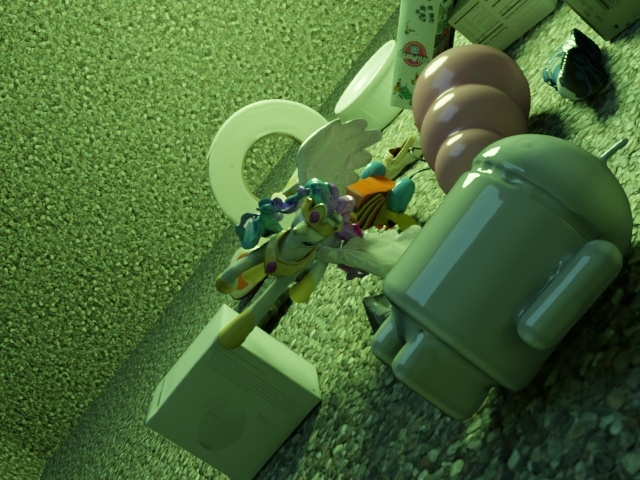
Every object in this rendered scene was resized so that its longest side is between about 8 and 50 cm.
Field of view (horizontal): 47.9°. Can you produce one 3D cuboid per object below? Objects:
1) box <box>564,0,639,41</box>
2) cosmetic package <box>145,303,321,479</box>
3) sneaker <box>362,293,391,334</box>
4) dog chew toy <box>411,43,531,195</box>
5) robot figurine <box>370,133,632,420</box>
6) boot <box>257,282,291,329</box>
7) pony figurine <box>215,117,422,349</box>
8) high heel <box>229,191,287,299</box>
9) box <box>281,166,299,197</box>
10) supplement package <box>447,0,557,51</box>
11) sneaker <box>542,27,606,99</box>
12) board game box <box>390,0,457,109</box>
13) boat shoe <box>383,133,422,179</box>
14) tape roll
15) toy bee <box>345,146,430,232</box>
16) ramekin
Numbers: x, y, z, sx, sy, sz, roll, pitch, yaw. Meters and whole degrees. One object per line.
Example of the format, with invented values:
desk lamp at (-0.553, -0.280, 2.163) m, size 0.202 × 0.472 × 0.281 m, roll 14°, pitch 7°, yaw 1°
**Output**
box at (0.509, -0.477, 1.222) m, size 0.148 × 0.126 × 0.232 m, roll -39°, pitch 20°, yaw 45°
cosmetic package at (-0.156, 0.281, 1.321) m, size 0.225 × 0.224 × 0.138 m, roll -50°, pitch 15°, yaw 12°
sneaker at (0.145, 0.123, 1.077) m, size 0.115 × 0.105 × 0.281 m, roll -21°, pitch 5°, yaw -11°
dog chew toy at (0.256, -0.184, 1.211) m, size 0.206 × 0.206 × 0.332 m, roll -42°, pitch 26°, yaw 37°
robot figurine at (0.210, 0.026, 0.822) m, size 0.354 × 0.199 × 0.300 m, roll -53°, pitch 23°, yaw 1°
boot at (-0.176, 0.208, 1.875) m, size 0.229 × 0.091 × 0.263 m, roll -53°, pitch 17°, yaw -20°
pony figurine at (0.000, 0.000, 1.183) m, size 0.351 × 0.303 × 0.363 m, roll -29°, pitch -12°, yaw -45°
high heel at (-0.178, 0.037, 2.295) m, size 0.377 × 0.127 × 0.181 m, roll -62°, pitch -12°, yaw -17°
box at (-0.013, -0.199, 2.224) m, size 0.103 × 0.114 × 0.203 m, roll -28°, pitch 27°, yaw 56°
supplement package at (0.441, -0.591, 1.662) m, size 0.204 × 0.145 × 0.262 m, roll -35°, pitch 23°, yaw 51°
sneaker at (0.409, -0.270, 1.173) m, size 0.081 × 0.080 × 0.211 m, roll -50°, pitch 4°, yaw 38°
board game box at (0.253, -0.487, 1.703) m, size 0.224 × 0.097 × 0.304 m, roll -50°, pitch -30°, yaw -52°
boat shoe at (0.183, -0.200, 1.725) m, size 0.170 × 0.059 × 0.063 m, roll -39°, pitch 20°, yaw 44°
tape roll at (-0.122, -0.198, 2.013) m, size 0.392 × 0.392 × 0.072 m, roll -52°, pitch 14°, yaw 3°
toy bee at (0.134, -0.067, 1.439) m, size 0.195 × 0.298 × 0.162 m, roll 48°, pitch 135°, yaw 42°
ramekin at (0.180, -0.454, 2.183) m, size 0.277 × 0.135 × 0.277 m, roll -48°, pitch 15°, yaw 17°
